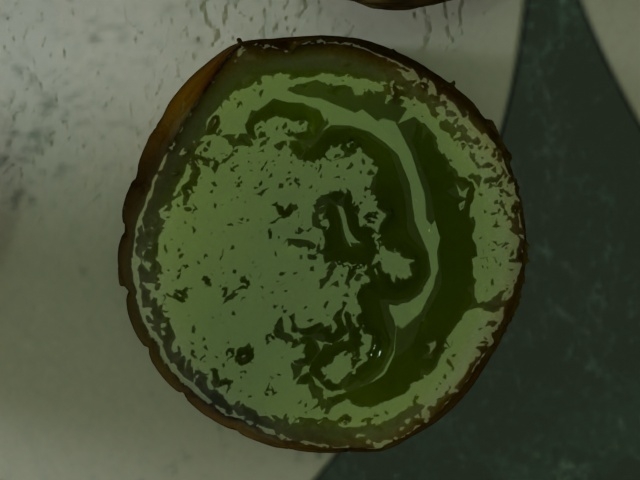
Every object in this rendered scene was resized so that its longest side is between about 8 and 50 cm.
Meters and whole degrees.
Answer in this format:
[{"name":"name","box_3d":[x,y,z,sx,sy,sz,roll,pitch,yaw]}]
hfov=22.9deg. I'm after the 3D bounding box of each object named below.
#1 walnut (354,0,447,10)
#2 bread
[{"name":"walnut","box_3d":[0.062,-0.203,0.816,0.184,0.155,0.155,-22,91,-1]},{"name":"bread","box_3d":[0.000,0.000,0.862,0.236,0.070,0.236,0,92,1]}]
